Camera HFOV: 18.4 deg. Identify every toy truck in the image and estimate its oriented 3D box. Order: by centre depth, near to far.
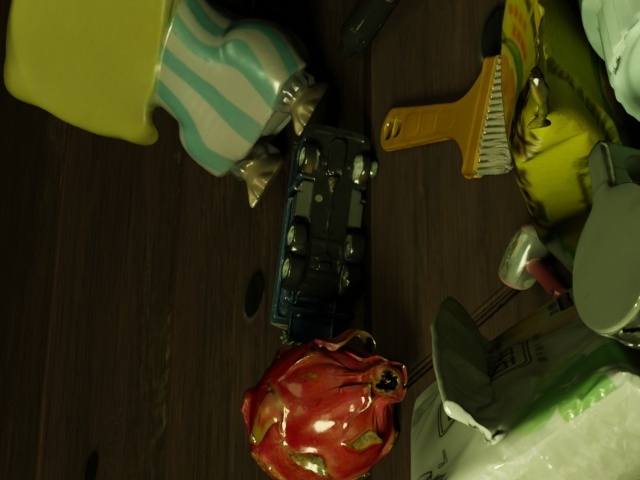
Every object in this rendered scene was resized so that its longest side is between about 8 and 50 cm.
[{"bbox_3d":[0.000,0.000,1.809,0.088,0.074,0.202,136,143,-68],"label":"toy truck"}]

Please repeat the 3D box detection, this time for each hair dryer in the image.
[{"bbox_3d":[0.067,-0.247,1.820,0.248,0.070,0.114,125,151,-60],"label":"hair dryer"}]

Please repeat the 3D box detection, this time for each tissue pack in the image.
[{"bbox_3d":[0.124,0.101,1.173,0.159,0.145,0.229,-38,8,10],"label":"tissue pack"}]

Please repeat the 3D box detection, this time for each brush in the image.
[{"bbox_3d":[0.107,-0.101,1.675,0.272,0.013,0.103,180,103,-69],"label":"brush"}]

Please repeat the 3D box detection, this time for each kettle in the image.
[{"bbox_3d":[0.227,0.013,1.118,0.098,0.148,0.127,167,116,-67],"label":"kettle"}]

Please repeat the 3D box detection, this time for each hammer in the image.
[{"bbox_3d":[0.163,0.025,1.443,0.083,0.031,0.052,53,129,50],"label":"hammer"}]

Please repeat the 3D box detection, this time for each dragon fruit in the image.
[{"bbox_3d":[0.001,0.142,1.628,0.166,0.133,0.136,-37,52,43],"label":"dragon fruit"}]

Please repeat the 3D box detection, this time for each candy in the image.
[{"bbox_3d":[0.159,-0.080,1.276,0.297,0.081,0.187,69,-166,-54],"label":"candy"}]

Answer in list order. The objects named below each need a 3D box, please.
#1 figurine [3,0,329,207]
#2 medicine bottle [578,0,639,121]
[{"bbox_3d":[-0.116,-0.255,2.101,0.266,0.361,0.378,-57,-5,34],"label":"figurine"},{"bbox_3d":[0.228,-0.224,1.252,0.158,0.158,0.318,126,150,-44],"label":"medicine bottle"}]
